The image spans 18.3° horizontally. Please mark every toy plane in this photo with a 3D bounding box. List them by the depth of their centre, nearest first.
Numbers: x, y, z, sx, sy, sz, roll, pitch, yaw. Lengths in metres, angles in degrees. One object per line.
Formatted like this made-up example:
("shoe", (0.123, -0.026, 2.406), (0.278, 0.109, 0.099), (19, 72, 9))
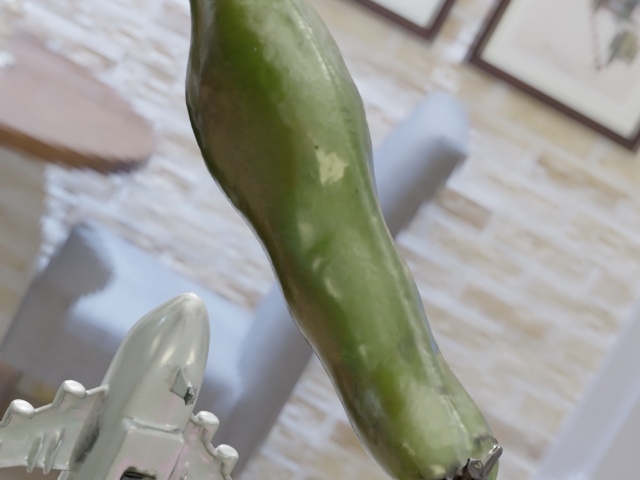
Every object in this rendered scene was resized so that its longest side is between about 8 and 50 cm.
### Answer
("toy plane", (-0.131, 0.145, 1.293), (0.251, 0.255, 0.101), (16, 29, -30))

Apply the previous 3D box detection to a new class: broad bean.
("broad bean", (0.007, -0.001, 0.780), (0.075, 0.067, 0.325), (88, -22, -63))
